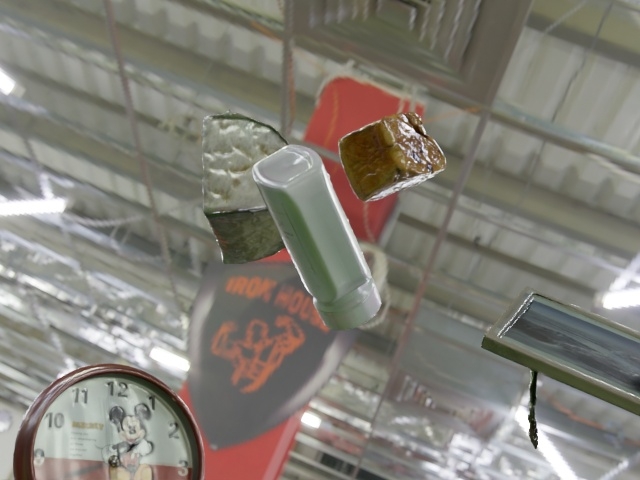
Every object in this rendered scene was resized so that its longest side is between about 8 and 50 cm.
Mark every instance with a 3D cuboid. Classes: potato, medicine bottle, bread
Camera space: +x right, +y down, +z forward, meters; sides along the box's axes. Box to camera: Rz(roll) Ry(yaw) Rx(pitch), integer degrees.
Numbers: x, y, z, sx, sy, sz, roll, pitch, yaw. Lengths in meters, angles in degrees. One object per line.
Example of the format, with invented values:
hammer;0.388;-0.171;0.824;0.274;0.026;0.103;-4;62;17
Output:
potato;-0.110;-0.091;1.956;0.189;0.211;0.264;-4;-26;2
medicine bottle;0.000;0.000;1.671;0.161;0.111;0.296;42;-22;60
bread;0.138;-0.169;2.078;0.158;0.149;0.143;-28;-95;47

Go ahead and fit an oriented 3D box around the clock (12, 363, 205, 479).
clock;-0.329;0.352;1.658;0.318;0.319;0.080;32;-34;-17

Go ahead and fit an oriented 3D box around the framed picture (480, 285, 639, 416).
framed picture;0.520;0.212;1.787;0.446;0.028;0.326;22;20;17

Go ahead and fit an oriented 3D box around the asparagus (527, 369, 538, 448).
asparagus;0.390;0.266;1.909;0.023;0.233;0.022;11;-28;-8
